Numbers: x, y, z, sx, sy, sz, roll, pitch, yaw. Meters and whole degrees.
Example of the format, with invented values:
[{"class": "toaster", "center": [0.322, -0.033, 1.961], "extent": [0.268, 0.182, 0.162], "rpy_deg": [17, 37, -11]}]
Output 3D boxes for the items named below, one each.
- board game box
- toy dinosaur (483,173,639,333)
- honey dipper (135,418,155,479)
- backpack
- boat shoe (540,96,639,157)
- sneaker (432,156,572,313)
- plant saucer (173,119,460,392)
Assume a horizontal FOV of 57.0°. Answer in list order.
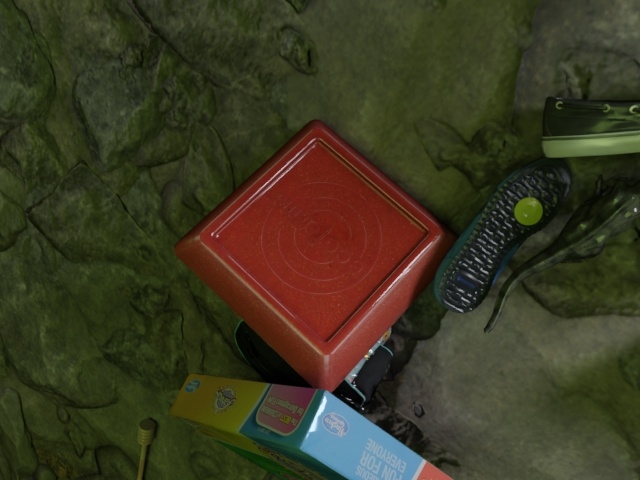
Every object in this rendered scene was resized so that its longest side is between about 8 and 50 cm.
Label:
[{"class": "board game box", "center": [-0.020, 0.260, 0.742], "extent": [0.242, 0.064, 0.317], "rpy_deg": [40, 151, -25]}, {"class": "toy dinosaur", "center": [0.275, -0.007, 0.612], "extent": [0.064, 0.118, 0.268], "rpy_deg": [48, 120, 8]}, {"class": "honey dipper", "center": [-0.331, 0.402, 1.098], "extent": [0.031, 0.030, 0.160], "rpy_deg": [25, 118, 19]}, {"class": "backpack", "center": [-0.012, 0.136, 0.768], "extent": [0.188, 0.144, 0.166], "rpy_deg": [30, 146, 4]}, {"class": "boat shoe", "center": [0.334, -0.130, 0.575], "extent": [0.229, 0.080, 0.076], "rpy_deg": [-1, 105, 35]}, {"class": "sneaker", "center": [0.201, -0.010, 0.683], "extent": [0.069, 0.082, 0.209], "rpy_deg": [36, 98, -1]}, {"class": "plant saucer", "center": [0.000, 0.000, 0.701], "extent": [0.258, 0.047, 0.259], "rpy_deg": [42, 75, 12]}]
